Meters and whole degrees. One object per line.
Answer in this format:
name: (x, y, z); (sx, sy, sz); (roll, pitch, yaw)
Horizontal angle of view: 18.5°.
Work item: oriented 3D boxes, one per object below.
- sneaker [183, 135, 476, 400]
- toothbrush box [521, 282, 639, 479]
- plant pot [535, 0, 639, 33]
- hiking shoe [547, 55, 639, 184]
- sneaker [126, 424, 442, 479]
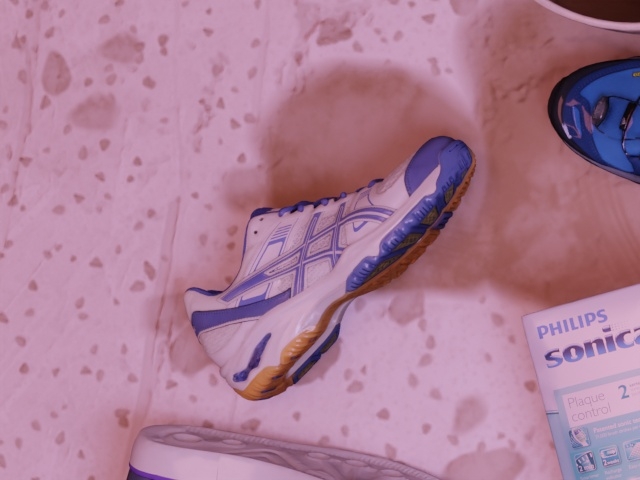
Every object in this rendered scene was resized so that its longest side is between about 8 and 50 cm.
sneaker: (0.000, 0.000, 1.698); (0.296, 0.112, 0.131); (-44, 73, 9)
toothbrush box: (0.309, 0.174, 1.573); (0.216, 0.126, 0.295); (-15, 79, 17)
plant pot: (0.272, -0.265, 1.544); (0.256, 0.274, 0.256); (-2, 84, 18)
hiking shoe: (0.325, -0.089, 1.585); (0.304, 0.132, 0.113); (15, 90, 19)
sneaker: (-0.031, 0.301, 1.685); (0.323, 0.130, 0.236); (11, 98, 14)
